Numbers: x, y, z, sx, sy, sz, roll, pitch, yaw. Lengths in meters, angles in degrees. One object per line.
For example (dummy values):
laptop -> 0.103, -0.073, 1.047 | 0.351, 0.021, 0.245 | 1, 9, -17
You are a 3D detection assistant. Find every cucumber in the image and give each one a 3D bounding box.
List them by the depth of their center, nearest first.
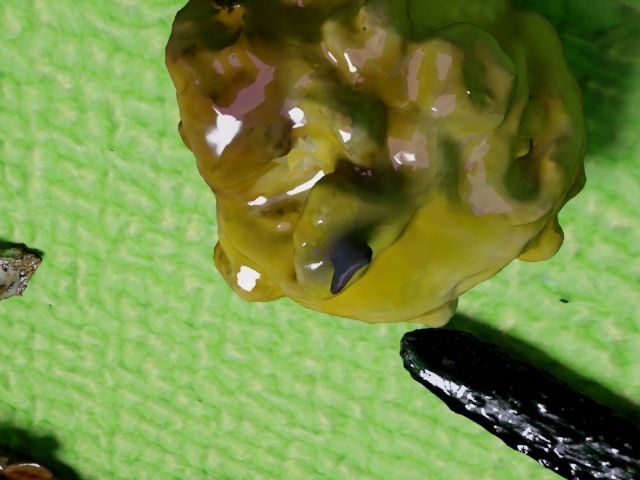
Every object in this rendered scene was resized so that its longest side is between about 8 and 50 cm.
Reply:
cucumber -> 0.201, 0.156, 1.316 | 0.303, 0.081, 0.072 | 30, 94, 9

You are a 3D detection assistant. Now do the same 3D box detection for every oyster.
oyster -> -0.324, 0.033, 1.543 | 0.132, 0.029, 0.086 | 11, 138, 18

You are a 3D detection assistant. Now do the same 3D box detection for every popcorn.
popcorn -> 0.026, -0.063, 1.095 | 0.316, 0.281, 0.297 | 35, 121, -20

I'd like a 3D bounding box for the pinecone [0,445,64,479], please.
pinecone -> -0.349, 0.326, 1.702 | 0.229, 0.201, 0.202 | 22, 172, -32
